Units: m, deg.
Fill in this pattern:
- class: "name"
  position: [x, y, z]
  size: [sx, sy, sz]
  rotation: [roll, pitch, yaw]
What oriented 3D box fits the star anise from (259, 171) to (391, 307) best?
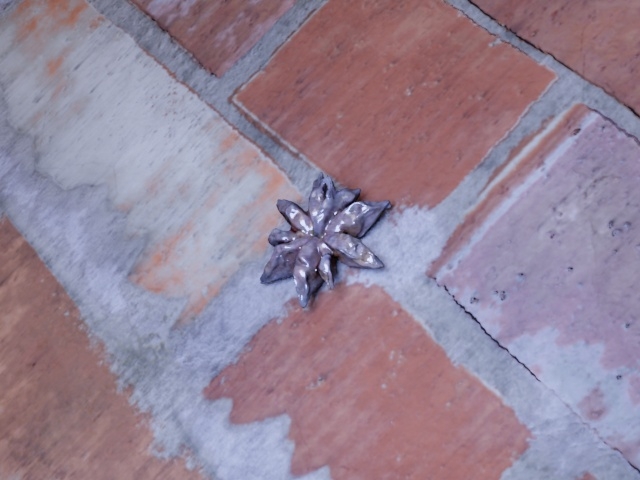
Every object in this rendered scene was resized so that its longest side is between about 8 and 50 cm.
- class: "star anise"
  position: [0.000, 0.000, 1.693]
  size: [0.195, 0.065, 0.182]
  rotation: [21, 76, 30]
